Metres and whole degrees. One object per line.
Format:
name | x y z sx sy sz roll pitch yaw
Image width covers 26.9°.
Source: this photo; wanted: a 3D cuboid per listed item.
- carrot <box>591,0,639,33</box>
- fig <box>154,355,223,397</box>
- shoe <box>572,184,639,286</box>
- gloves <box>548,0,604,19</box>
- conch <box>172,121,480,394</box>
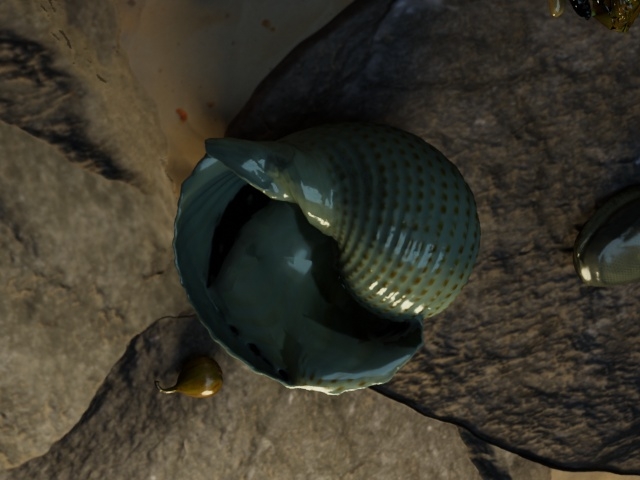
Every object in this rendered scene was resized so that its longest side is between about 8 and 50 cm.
carrot | 0.372 -0.334 1.494 0.069 0.069 0.228 4 133 -25
fig | -0.157 0.167 1.603 0.083 0.050 0.050 -15 124 7
shoe | 0.494 -0.007 1.691 0.336 0.171 0.132 -26 125 -7
gloves | 0.281 -0.331 1.463 0.106 0.129 0.180 24 119 -7
conch | 0.004 -0.001 1.475 0.319 0.215 0.303 30 99 0
